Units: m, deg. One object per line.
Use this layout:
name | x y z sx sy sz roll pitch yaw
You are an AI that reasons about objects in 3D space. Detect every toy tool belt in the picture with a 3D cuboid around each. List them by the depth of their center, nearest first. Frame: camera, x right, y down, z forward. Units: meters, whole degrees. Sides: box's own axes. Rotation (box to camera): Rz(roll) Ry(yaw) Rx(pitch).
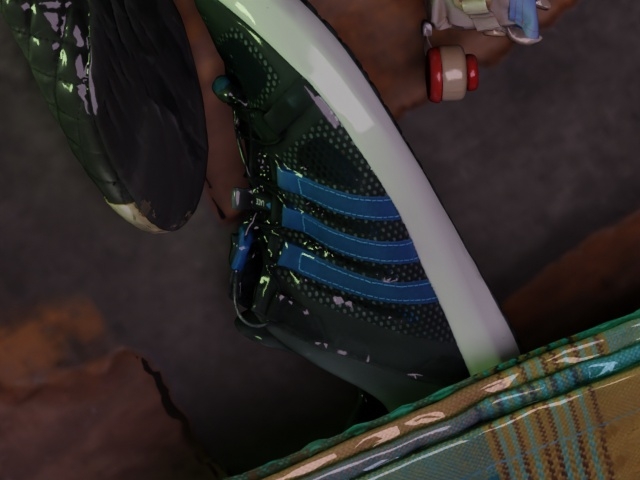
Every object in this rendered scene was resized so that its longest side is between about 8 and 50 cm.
toy tool belt | 0.061 -0.088 0.612 0.051 0.052 0.083 -2 106 -3

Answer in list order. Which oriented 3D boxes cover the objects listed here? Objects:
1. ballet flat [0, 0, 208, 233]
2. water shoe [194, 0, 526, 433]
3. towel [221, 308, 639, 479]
ballet flat | -0.085 -0.079 0.594 0.057 0.049 0.173 -45 118 -43
water shoe | 0.000 0.000 0.611 0.080 0.073 0.203 -33 109 -3
towel | 0.135 0.133 0.668 0.370 0.040 0.271 -21 123 -8
